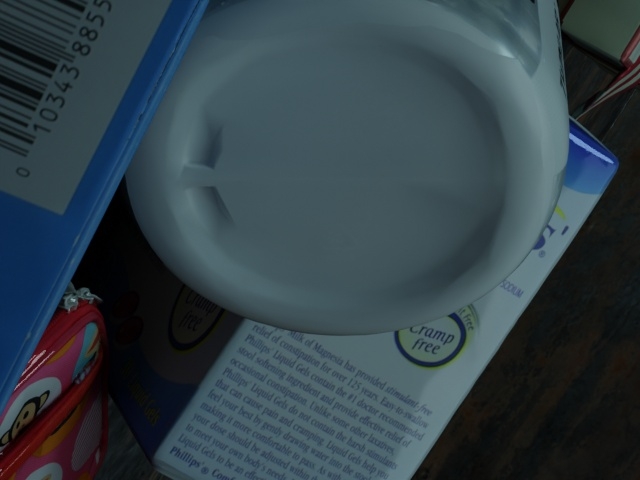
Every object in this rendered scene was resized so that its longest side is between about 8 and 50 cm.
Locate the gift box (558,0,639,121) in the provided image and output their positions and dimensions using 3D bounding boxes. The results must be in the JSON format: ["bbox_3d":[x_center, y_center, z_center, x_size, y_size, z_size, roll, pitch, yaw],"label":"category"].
[{"bbox_3d":[0.173,-0.223,1.230,0.276,0.258,0.255,-62,166,11],"label":"gift box"}]

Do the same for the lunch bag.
[{"bbox_3d":[-0.238,0.137,1.059,0.293,0.120,0.258,-47,160,-34],"label":"lunch bag"}]

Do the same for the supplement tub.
[{"bbox_3d":[0.014,-0.122,0.905,0.316,0.194,0.193,-85,-165,-51],"label":"supplement tub"}]

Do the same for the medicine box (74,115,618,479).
[{"bbox_3d":[0.000,0.000,1.183,0.289,0.149,0.263,-57,-155,5],"label":"medicine box"}]

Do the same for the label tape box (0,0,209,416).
[{"bbox_3d":[-0.132,-0.094,0.788,0.240,0.106,0.333,-60,-164,21],"label":"label tape box"}]
